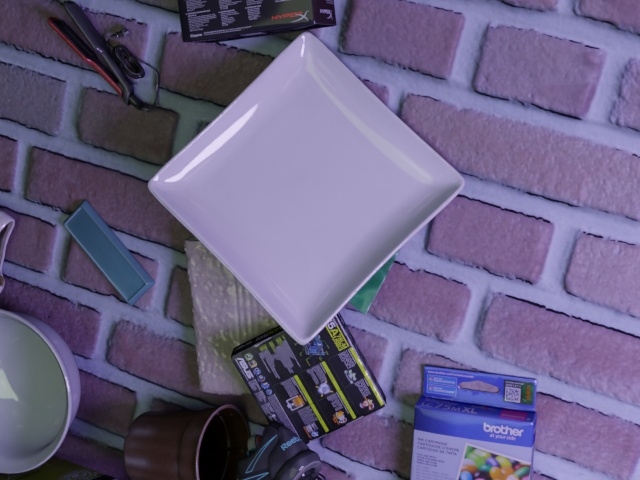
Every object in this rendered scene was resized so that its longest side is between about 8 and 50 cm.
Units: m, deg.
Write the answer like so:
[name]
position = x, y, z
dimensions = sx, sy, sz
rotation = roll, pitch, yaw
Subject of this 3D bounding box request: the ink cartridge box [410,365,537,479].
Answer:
[ink cartridge box]
position = 0.235, 0.359, 1.534
dimensions = 0.186, 0.065, 0.311
rotation = 6, 100, 17

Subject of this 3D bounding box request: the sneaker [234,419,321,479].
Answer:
[sneaker]
position = -0.091, 0.397, 1.579
dimensions = 0.106, 0.101, 0.267
rotation = 47, 123, 24

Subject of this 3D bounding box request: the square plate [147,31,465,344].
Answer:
[square plate]
position = -0.022, -0.082, 1.487
dimensions = 0.347, 0.049, 0.344
rotation = -45, 81, -4

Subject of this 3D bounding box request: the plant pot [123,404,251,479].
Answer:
[plant pot]
position = -0.227, 0.353, 1.643
dimensions = 0.165, 0.167, 0.167
rotation = -1, 100, 26

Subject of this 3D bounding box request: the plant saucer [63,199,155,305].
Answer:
[plant saucer]
position = -0.368, 0.022, 1.698
dimensions = 0.067, 0.018, 0.192
rotation = -42, 84, 21

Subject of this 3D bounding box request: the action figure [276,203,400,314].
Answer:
[action figure]
position = 0.000, 0.000, 1.526
dimensions = 0.232, 0.063, 0.137
rotation = 28, 87, 3

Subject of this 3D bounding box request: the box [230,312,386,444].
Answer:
[box]
position = -0.018, 0.217, 1.563
dimensions = 0.184, 0.045, 0.190
rotation = -28, 102, 6

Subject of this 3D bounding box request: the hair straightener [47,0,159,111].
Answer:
[hair straightener]
position = -0.342, -0.306, 1.609
dimensions = 0.089, 0.047, 0.230
rotation = -42, 85, 21

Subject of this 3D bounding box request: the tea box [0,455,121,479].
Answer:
[tea box]
position = -0.455, 0.572, 1.666
dimensions = 0.323, 0.220, 0.329
rotation = 3, 103, 44

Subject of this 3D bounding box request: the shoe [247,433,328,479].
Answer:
[shoe]
position = -0.045, 0.387, 1.635
dimensions = 0.081, 0.063, 0.178
rotation = -29, 95, 20

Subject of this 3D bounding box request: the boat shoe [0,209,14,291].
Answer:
[boat shoe]
position = -0.610, 0.071, 1.746
dimensions = 0.096, 0.098, 0.277
rotation = 23, 106, 14

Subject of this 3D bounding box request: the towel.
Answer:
[towel]
position = -0.124, 0.121, 1.617
dimensions = 0.187, 0.049, 0.282
rotation = 1, 102, 20

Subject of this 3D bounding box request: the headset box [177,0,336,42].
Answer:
[headset box]
position = -0.107, -0.453, 1.467
dimensions = 0.218, 0.110, 0.293
rotation = -4, 99, 19

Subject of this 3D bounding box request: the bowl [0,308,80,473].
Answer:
[bowl]
position = -0.533, 0.245, 1.734
dimensions = 0.298, 0.134, 0.298
rotation = 4, 102, 18
